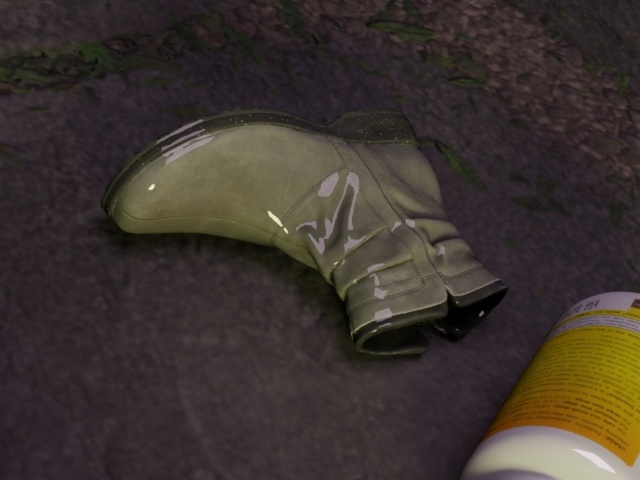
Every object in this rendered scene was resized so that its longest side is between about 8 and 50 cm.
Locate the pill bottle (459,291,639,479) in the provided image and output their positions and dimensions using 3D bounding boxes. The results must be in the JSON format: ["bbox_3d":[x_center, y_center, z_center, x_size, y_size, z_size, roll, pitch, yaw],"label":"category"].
[{"bbox_3d":[0.153,0.128,0.969,0.117,0.117,0.215,35,39,7],"label":"pill bottle"}]

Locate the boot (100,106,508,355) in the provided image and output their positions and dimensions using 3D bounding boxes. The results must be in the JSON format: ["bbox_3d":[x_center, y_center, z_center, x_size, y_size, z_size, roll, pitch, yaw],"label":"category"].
[{"bbox_3d":[0.000,0.000,1.050,0.246,0.083,0.161,-8,58,-35],"label":"boot"}]
